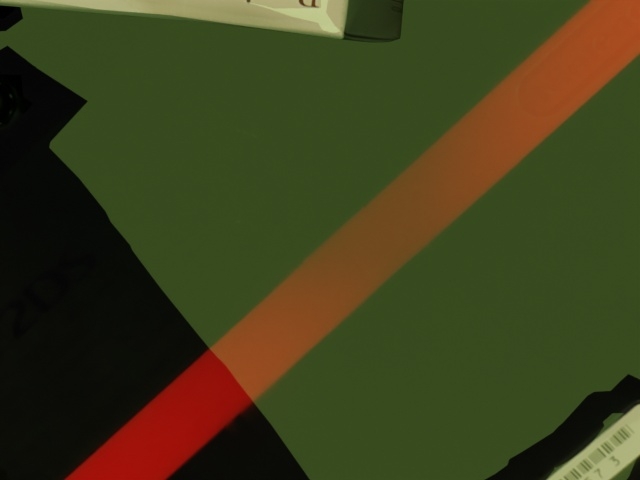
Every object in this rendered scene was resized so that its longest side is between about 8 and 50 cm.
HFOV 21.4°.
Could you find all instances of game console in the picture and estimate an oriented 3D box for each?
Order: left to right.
[{"bbox_3d":[0.000,0.000,0.677,0.386,0.060,0.342,-42,103,12],"label":"game console"}]

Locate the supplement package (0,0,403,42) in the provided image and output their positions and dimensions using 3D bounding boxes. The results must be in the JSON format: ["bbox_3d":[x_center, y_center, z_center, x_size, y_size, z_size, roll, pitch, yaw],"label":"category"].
[{"bbox_3d":[-0.066,-0.171,0.526,0.194,0.149,0.203,6,97,7],"label":"supplement package"}]
